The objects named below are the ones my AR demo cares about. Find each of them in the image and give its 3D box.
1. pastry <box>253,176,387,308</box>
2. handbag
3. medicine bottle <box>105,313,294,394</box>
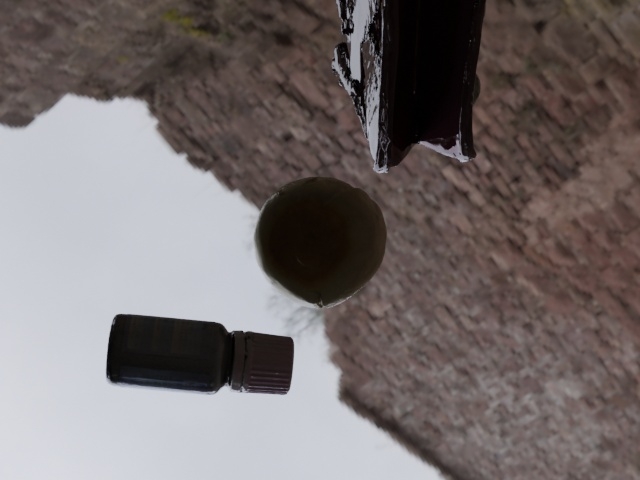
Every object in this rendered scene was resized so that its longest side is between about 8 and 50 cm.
[{"bbox_3d":[0.000,0.000,1.350,0.156,0.156,0.092,60,-163,12],"label":"pastry"},{"bbox_3d":[0.053,-0.169,0.731,0.216,0.074,0.203,-103,12,-60],"label":"handbag"},{"bbox_3d":[-0.132,0.130,1.279,0.203,0.083,0.083,7,-143,-3],"label":"medicine bottle"}]
